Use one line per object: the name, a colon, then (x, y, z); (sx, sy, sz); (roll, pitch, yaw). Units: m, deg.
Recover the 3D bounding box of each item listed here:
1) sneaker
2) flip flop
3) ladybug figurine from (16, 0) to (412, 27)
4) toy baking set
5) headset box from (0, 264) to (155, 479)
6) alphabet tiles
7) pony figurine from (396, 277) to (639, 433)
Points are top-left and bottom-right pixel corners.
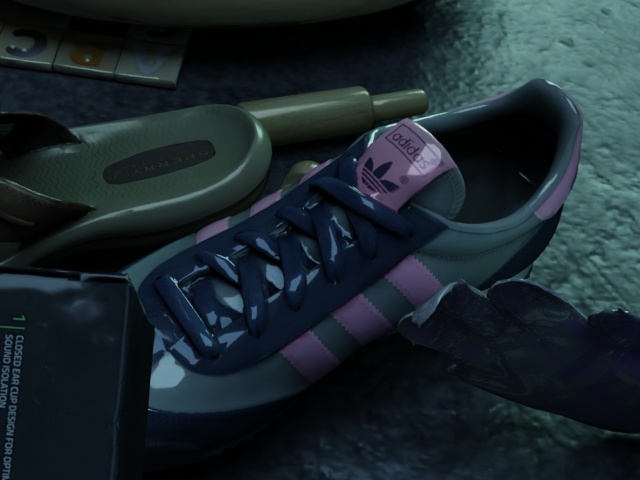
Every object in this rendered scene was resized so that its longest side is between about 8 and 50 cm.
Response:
sneaker: (0.000, 0.000, 0.704); (0.319, 0.131, 0.112); (-26, 64, -34)
flip flop: (-0.160, -0.030, 0.772); (0.277, 0.080, 0.112); (-15, 49, -10)
ladybug figurine: (-0.068, -0.277, 0.978); (0.449, 0.162, 0.305); (-4, 45, -13)
toy baking set: (-0.002, -0.017, 0.828); (0.256, 0.030, 0.197); (-7, 46, -15)
headset box: (-0.186, 0.128, 0.467); (0.283, 0.131, 0.246); (3, 81, -3)
alphabet tiles: (-0.199, -0.181, 0.983); (0.237, 0.009, 0.198); (8, 44, -1)
pony figurine: (0.258, 0.063, 0.650); (0.351, 0.303, 0.363); (25, 32, -30)
